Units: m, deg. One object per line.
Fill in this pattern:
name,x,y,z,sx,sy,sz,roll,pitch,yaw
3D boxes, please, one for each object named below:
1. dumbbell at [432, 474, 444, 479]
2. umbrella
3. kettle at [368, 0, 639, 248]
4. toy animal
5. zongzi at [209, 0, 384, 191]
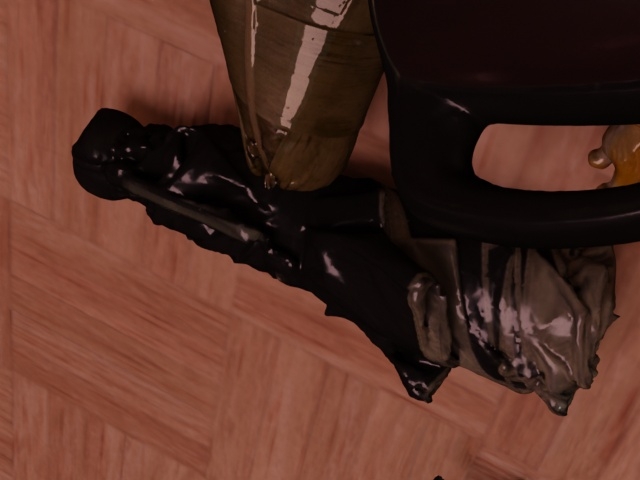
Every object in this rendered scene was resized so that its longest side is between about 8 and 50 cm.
dumbbell,0.128,0.214,0.788,0.147,0.069,0.069,45,135,-6
umbrella,-0.001,0.006,0.690,0.358,0.106,0.113,21,135,19
kettle,0.132,-0.095,0.483,0.232,0.144,0.202,-6,75,42
toy animal,0.171,-0.054,0.568,0.081,0.060,0.083,17,132,-11
zongzi,-0.041,-0.126,0.625,0.176,0.078,0.160,30,115,17
